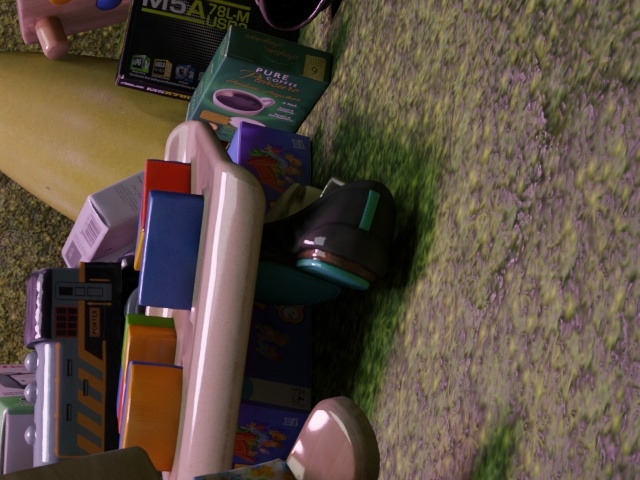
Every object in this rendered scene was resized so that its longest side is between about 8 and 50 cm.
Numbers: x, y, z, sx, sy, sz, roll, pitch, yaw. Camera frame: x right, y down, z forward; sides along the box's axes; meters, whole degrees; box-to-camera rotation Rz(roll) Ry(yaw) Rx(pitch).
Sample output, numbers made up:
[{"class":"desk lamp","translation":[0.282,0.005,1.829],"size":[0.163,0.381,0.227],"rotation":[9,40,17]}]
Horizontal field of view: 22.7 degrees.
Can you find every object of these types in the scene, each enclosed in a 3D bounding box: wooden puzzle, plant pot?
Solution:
[{"class":"wooden puzzle","translation":[-0.134,0.066,1.412],"size":[0.348,0.081,0.322],"rotation":[-139,56,-73]},{"class":"plant pot","translation":[-0.342,-0.151,2.253],"size":[0.275,0.294,0.274],"rotation":[-160,90,-85]}]

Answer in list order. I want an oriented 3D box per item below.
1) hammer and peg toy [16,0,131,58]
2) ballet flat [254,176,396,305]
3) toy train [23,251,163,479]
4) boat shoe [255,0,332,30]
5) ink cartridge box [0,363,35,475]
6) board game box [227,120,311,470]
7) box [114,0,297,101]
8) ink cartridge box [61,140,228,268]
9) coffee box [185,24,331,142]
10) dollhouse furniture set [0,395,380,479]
[{"class":"hammer and peg toy","translation":[-0.241,-0.387,2.172],"size":[0.266,0.361,0.127],"rotation":[100,149,-58]},{"class":"ballet flat","translation":[0.000,0.000,1.332],"size":[0.280,0.095,0.096],"rotation":[-12,56,68]},{"class":"toy train","translation":[-0.263,0.177,1.924],"size":[0.142,0.190,0.333],"rotation":[148,122,-71]},{"class":"boat shoe","translation":[0.008,-0.320,1.528],"size":[0.355,0.132,0.130],"rotation":[113,155,-66]},{"class":"ink cartridge box","translation":[-0.355,0.246,2.114],"size":[0.289,0.211,0.121],"rotation":[-164,76,-64]},{"class":"board game box","translation":[-0.081,0.089,1.577],"size":[0.233,0.078,0.347],"rotation":[117,159,-46]},{"class":"box","translation":[-0.121,-0.243,1.782],"size":[0.045,0.191,0.184],"rotation":[150,131,-74]},{"class":"ink cartridge box","translation":[-0.206,-0.047,2.024],"size":[0.066,0.232,0.189],"rotation":[61,153,11]},{"class":"coffee box","translation":[-0.067,-0.154,1.665],"size":[0.184,0.113,0.040],"rotation":[128,154,-63]},{"class":"dollhouse furniture set","translation":[-0.054,0.249,0.825],"size":[0.394,0.362,0.256],"rotation":[56,139,33]}]
